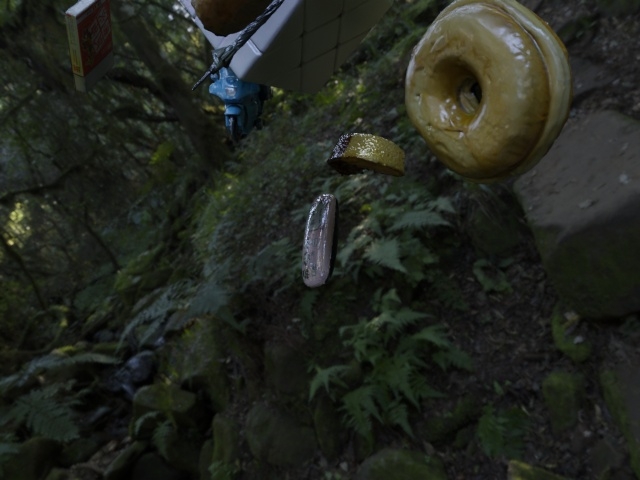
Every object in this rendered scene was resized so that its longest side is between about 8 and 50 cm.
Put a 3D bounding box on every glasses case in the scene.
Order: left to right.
[{"bbox_3d":[0.000,0.000,1.777,0.122,0.075,0.314,-14,63,48],"label":"glasses case"}]

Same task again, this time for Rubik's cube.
[{"bbox_3d":[-0.084,-0.574,1.302,0.319,0.315,0.322,-45,-18,30],"label":"Rubik's cube"}]

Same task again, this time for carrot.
[{"bbox_3d":[-0.059,-0.332,0.657,0.263,0.101,0.102,-7,32,50],"label":"carrot"}]

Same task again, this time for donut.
[{"bbox_3d":[0.110,-0.221,1.425,0.217,0.141,0.085,10,80,38],"label":"donut"},{"bbox_3d":[0.382,-0.352,1.306,0.198,0.448,0.449,-15,-8,-31],"label":"donut"}]

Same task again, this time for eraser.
[{"bbox_3d":[-0.598,-0.520,1.449,0.230,0.038,0.157,110,179,-50],"label":"eraser"}]

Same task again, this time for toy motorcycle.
[{"bbox_3d":[-0.197,-0.366,1.403,0.124,0.181,0.272,1,27,6],"label":"toy motorcycle"}]

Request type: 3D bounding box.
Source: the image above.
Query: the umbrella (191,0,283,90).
[{"bbox_3d":[-0.152,-0.378,1.043,0.269,0.044,0.044,-48,19,-7],"label":"umbrella"}]
